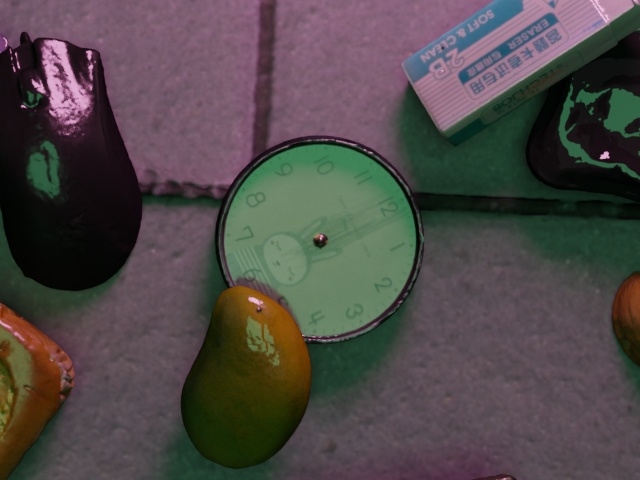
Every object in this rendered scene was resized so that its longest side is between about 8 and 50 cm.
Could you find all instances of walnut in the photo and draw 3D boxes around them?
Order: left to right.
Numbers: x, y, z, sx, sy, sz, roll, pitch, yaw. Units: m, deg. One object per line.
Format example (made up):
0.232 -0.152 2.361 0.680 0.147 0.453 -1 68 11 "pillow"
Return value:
0.352 0.089 1.358 0.091 0.052 0.121 -30 93 2 "walnut"

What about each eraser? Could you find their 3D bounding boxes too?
0.195 -0.192 1.297 0.225 0.052 0.095 -33 64 10 "eraser"

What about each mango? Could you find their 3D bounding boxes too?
-0.071 0.142 1.305 0.122 0.085 0.191 27 119 10 "mango"

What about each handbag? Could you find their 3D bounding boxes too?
0.367 -0.114 1.332 0.332 0.075 0.191 16 88 0 "handbag"

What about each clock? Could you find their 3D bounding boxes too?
0.000 0.000 1.341 0.215 0.042 0.215 0 93 -3 "clock"

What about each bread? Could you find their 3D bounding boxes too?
-0.369 0.192 1.300 0.152 0.119 0.288 40 91 -1 "bread"

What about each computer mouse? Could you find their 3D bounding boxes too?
-0.262 -0.080 1.306 0.147 0.088 0.264 -17 92 -4 "computer mouse"

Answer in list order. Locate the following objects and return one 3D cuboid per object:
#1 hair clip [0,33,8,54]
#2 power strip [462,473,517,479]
-0.355 -0.232 1.264 0.137 0.090 0.278 23 82 -14 "hair clip"
0.086 0.358 1.344 0.257 0.092 0.251 -9 103 -3 "power strip"
